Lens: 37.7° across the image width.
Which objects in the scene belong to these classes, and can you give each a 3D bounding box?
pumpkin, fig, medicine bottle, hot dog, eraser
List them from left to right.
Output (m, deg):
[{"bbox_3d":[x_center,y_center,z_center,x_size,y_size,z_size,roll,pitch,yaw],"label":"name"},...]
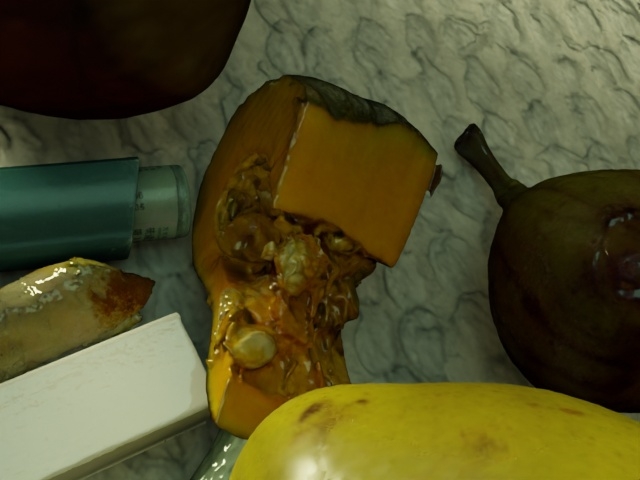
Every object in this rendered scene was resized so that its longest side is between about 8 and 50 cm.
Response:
[{"bbox_3d":[-0.224,0.150,0.668,0.298,0.076,0.078,-22,75,-24],"label":"eraser"},{"bbox_3d":[-0.237,-0.036,0.748,0.259,0.079,0.124,-4,68,-18],"label":"medicine bottle"},{"bbox_3d":[-0.212,0.056,0.721,0.169,0.061,0.078,-22,116,-23],"label":"hot dog"},{"bbox_3d":[0.001,0.000,0.710,0.139,0.190,0.280,24,30,-29],"label":"pumpkin"},{"bbox_3d":[0.222,-0.006,0.830,0.217,0.217,0.320,-12,47,-21],"label":"fig"}]

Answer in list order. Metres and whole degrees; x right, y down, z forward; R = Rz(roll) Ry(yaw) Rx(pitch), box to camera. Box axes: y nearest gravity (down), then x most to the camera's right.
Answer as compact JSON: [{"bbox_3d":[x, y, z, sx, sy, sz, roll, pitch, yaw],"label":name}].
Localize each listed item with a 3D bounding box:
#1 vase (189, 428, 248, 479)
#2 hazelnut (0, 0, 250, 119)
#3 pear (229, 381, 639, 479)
[{"bbox_3d":[-0.078,0.192,0.693,0.081,0.081,0.148,39,65,3],"label":"vase"},{"bbox_3d":[-0.189,-0.308,0.701,0.402,0.402,0.429,23,98,-5],"label":"hazelnut"},{"bbox_3d":[0.116,0.268,0.556,0.418,0.362,0.362,29,61,-6],"label":"pear"}]
